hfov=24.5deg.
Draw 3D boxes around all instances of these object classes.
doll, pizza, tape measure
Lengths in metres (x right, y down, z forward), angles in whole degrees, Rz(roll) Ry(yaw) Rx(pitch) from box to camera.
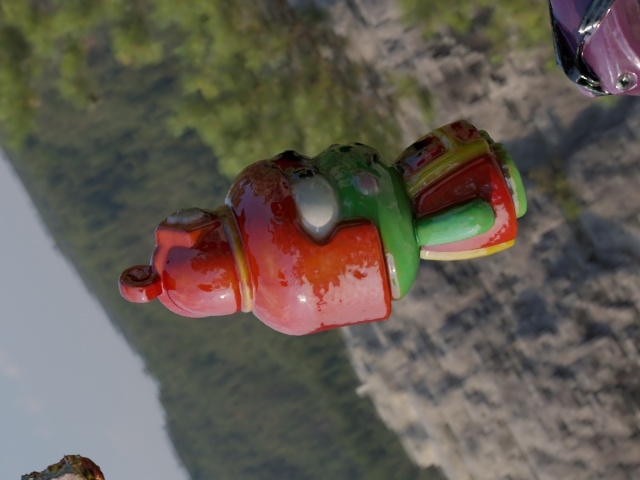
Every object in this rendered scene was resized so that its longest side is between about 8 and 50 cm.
[{"bbox_3d":[0.000,-0.001,1.302,0.182,0.363,0.160,-123,23,-62],"label":"doll"},{"bbox_3d":[-0.167,0.190,1.066,0.099,0.029,0.100,40,141,-17],"label":"pizza"},{"bbox_3d":[0.359,-0.272,1.642,0.149,0.245,0.231,-1,110,65],"label":"tape measure"}]
